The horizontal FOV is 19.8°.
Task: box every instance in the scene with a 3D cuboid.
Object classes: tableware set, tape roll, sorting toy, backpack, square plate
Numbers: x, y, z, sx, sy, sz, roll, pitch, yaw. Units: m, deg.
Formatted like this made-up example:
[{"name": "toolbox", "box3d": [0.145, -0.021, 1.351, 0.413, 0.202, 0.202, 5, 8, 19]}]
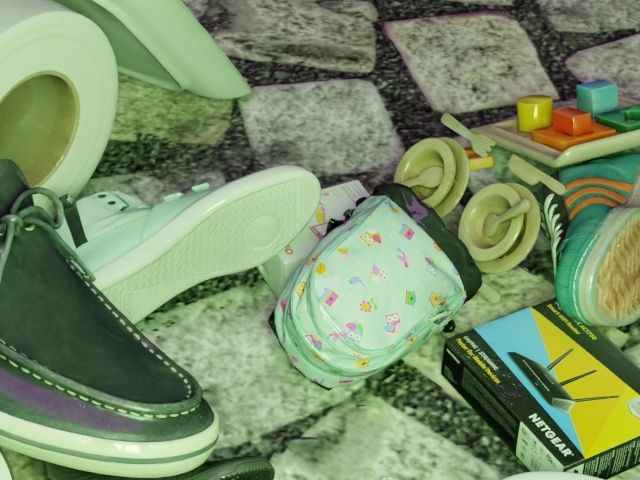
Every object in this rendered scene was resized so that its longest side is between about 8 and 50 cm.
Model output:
[{"name": "tableware set", "box3d": [0.128, -0.038, 1.718, 0.039, 0.128, 0.194, 23, 10, -42]}, {"name": "tape roll", "box3d": [-0.331, -0.130, 1.722, 0.169, 0.246, 0.246, 27, 45, 27]}, {"name": "sorting toy", "box3d": [0.264, -0.124, 1.843, 0.347, 0.047, 0.196, -15, 16, -22]}, {"name": "backpack", "box3d": [0.041, 0.043, 1.617, 0.152, 0.115, 0.182, 46, 59, 7]}, {"name": "square plate", "box3d": [-0.272, -0.251, 1.863, 0.347, 0.344, 0.049, 21, 81, 21]}]

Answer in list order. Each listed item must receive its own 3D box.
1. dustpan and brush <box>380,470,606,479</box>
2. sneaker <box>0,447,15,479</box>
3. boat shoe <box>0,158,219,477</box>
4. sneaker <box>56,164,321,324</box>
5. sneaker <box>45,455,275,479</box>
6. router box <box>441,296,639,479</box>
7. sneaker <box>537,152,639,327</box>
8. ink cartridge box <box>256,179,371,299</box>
[{"name": "dustpan and brush", "box3d": [0.141, 0.228, 1.472, 0.211, 0.060, 0.147, 26, 57, 16]}, {"name": "sneaker", "box3d": [-0.404, 0.166, 1.458, 0.295, 0.124, 0.178, 30, 37, 28]}, {"name": "boat shoe", "box3d": [-0.286, 0.021, 1.494, 0.500, 0.156, 0.187, 34, 25, 17]}, {"name": "sneaker", "box3d": [-0.135, -0.027, 1.688, 0.255, 0.094, 0.151, -28, 43, -5]}, {"name": "sneaker", "box3d": [-0.130, 0.191, 1.493, 0.170, 0.051, 0.089, -20, 49, -21]}, {"name": "router box", "box3d": [0.208, 0.132, 1.591, 0.133, 0.046, 0.179, -19, 44, -25]}, {"name": "sneaker", "box3d": [0.250, -0.001, 1.705, 0.121, 0.108, 0.302, 1, 21, 23]}, {"name": "ink cartridge box", "box3d": [0.000, 0.000, 1.735, 0.122, 0.052, 0.088, -17, 43, -21]}]
